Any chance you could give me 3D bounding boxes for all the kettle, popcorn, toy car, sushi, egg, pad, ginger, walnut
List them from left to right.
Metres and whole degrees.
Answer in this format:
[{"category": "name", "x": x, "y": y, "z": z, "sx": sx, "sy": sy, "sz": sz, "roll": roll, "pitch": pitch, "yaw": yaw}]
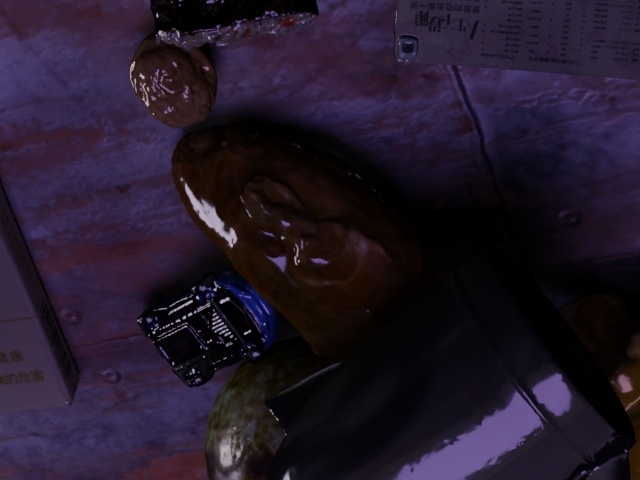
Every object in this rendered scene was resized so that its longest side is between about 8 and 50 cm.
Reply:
[{"category": "walnut", "x": -0.140, "y": -0.153, "z": 1.803, "sx": 0.082, "sy": 0.079, "sz": 0.096, "roll": -19, "pitch": 125, "yaw": 21}, {"category": "toy car", "x": -0.110, "y": 0.084, "z": 1.974, "sx": 0.103, "sy": 0.063, "sz": 0.216, "roll": 53, "pitch": 143, "yaw": -7}, {"category": "sushi", "x": -0.078, "y": -0.216, "z": 1.727, "sx": 0.150, "sy": 0.090, "sz": 0.078, "roll": -9, "pitch": 88, "yaw": 8}, {"category": "ginger", "x": 0.000, "y": 0.000, "z": 1.861, "sx": 0.321, "sy": 0.165, "sz": 0.172, "roll": 44, "pitch": 159, "yaw": -14}, {"category": "egg", "x": 0.008, "y": 0.239, "z": 2.000, "sx": 0.238, "sy": 0.238, "sz": 0.289, "roll": -21, "pitch": 104, "yaw": 24}, {"category": "kettle", "x": 0.121, "y": 0.221, "z": 1.776, "sx": 0.324, "sy": 0.228, "sz": 0.321, "roll": -37, "pitch": 85, "yaw": 11}, {"category": "pad", "x": 0.200, "y": -0.216, "z": 1.745, "sx": 0.265, "sy": 0.009, "sz": 0.160, "roll": 5, "pitch": 130, "yaw": 4}, {"category": "popcorn", "x": 0.322, "y": 0.168, "z": 1.945, "sx": 0.191, "sy": 0.190, "sz": 0.254, "roll": -28, "pitch": 90, "yaw": -15}]

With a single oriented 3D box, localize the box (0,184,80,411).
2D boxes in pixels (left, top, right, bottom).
[{"category": "box", "x": -0.406, "y": 0.039, "z": 2.025, "sx": 0.204, "sy": 0.051, "sz": 0.365, "roll": -5, "pitch": 129, "yaw": 14}]
